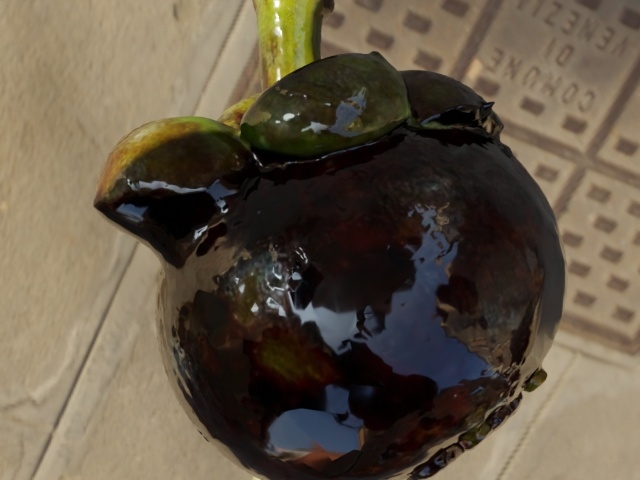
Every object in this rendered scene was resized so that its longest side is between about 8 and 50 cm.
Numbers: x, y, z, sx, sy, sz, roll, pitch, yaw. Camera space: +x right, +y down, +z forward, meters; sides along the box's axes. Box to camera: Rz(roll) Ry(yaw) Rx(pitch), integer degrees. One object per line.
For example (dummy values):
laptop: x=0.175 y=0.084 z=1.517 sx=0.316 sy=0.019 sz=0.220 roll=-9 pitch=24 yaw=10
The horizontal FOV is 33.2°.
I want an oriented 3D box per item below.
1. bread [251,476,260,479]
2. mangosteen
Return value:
bread: x=-0.038 y=0.219 z=0.652 sx=0.036 sy=0.112 sz=0.192 roll=2 pitch=73 yaw=2
mangosteen: x=0.002 y=0.010 z=0.420 sx=0.184 sy=0.172 sz=0.172 roll=37 pitch=104 yaw=-3
